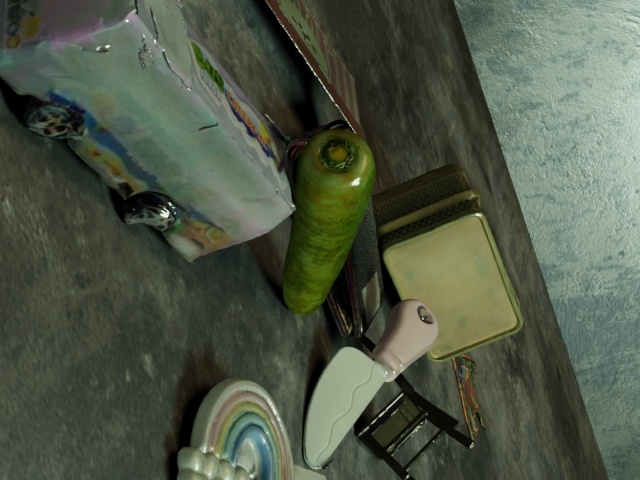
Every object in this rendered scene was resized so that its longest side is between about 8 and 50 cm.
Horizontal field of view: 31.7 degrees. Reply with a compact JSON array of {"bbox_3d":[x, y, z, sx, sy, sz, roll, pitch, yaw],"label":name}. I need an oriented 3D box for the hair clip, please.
[{"bbox_3d":[-0.063,0.202,1.021,0.220,0.054,0.140,48,37,-46],"label":"hair clip"}]

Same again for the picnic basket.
[{"bbox_3d":[0.187,0.036,1.677,0.139,0.165,0.266,-105,170,-55],"label":"picnic basket"}]

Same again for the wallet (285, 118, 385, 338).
[{"bbox_3d":[0.026,-0.019,1.467,0.221,0.071,0.262,-47,123,-75],"label":"wallet"}]

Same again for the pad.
[{"bbox_3d":[-0.021,-0.287,1.531,0.299,0.005,0.202,54,18,-29],"label":"pad"}]

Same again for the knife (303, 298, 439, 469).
[{"bbox_3d":[0.054,0.153,1.324,0.081,0.043,0.336,49,35,1],"label":"knife"}]

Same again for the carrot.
[{"bbox_3d":[0.000,0.000,1.136,0.358,0.074,0.074,103,-19,-63],"label":"carrot"}]

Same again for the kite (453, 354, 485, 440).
[{"bbox_3d":[0.269,0.261,2.017,0.241,0.014,0.183,-71,142,-63],"label":"kite"}]

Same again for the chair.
[{"bbox_3d":[0.083,0.214,1.420,0.212,0.101,0.084,40,-9,39],"label":"chair"}]

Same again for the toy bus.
[{"bbox_3d":[-0.135,-0.103,0.916,0.317,0.138,0.112,50,28,-55],"label":"toy bus"}]
